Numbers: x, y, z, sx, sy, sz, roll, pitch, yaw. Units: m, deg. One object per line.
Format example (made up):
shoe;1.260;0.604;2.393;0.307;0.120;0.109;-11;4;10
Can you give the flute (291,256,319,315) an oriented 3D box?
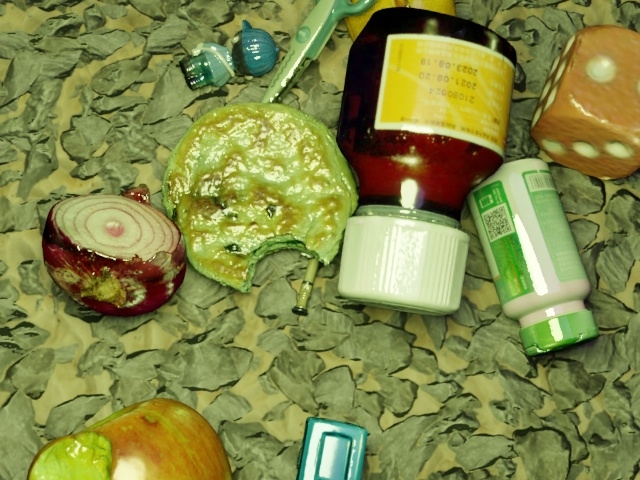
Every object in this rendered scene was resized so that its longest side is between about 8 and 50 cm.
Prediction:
flute;0.000;0.000;1.332;0.027;0.027;0.233;17;72;-1

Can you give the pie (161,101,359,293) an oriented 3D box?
pie;-0.090;-0.073;1.311;0.303;0.067;0.302;0;71;1

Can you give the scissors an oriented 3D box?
scissors;-0.010;-0.316;1.370;0.138;0.041;0.289;38;99;37

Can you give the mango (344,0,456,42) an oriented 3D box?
mango;0.131;-0.352;1.404;0.177;0.120;0.294;-21;75;-5

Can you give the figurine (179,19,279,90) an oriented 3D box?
figurine;-0.141;-0.284;1.381;0.149;0.087;0.086;-24;114;-12

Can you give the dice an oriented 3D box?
dice;0.435;-0.214;1.371;0.179;0.174;0.174;27;73;1

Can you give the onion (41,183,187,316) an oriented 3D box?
onion;-0.281;0.005;1.251;0.195;0.139;0.218;7;36;-5

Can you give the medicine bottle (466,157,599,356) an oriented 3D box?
medicine bottle;0.311;0.028;1.303;0.134;0.133;0.274;-13;74;-10

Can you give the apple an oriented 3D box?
apple;-0.223;0.320;1.096;0.246;0.246;0.226;-24;87;-13

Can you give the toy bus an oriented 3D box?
toy bus;0.008;0.328;1.190;0.090;0.106;0.184;10;72;-1

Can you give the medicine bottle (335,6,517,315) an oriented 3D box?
medicine bottle;0.127;-0.098;1.235;0.243;0.242;0.394;12;87;-3
